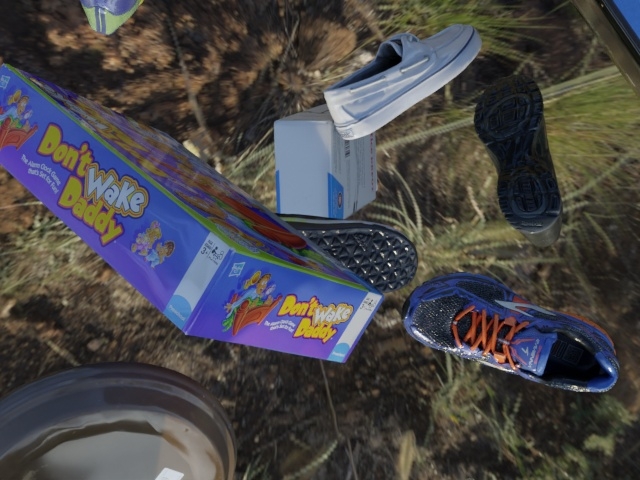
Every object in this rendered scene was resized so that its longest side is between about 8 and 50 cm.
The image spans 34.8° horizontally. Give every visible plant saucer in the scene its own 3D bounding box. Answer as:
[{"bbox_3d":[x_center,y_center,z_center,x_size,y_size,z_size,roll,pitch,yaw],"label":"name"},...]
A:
[{"bbox_3d":[-0.206,0.232,0.936,0.278,0.041,0.277,-12,124,-18],"label":"plant saucer"}]

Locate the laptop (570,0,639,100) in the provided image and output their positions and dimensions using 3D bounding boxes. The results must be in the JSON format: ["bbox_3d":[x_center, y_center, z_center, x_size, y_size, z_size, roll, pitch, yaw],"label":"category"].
[{"bbox_3d":[0.460,-0.329,1.313,0.236,0.408,0.382,-36,98,14],"label":"laptop"}]

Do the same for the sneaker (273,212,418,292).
[{"bbox_3d":[0.000,0.000,1.195,0.235,0.097,0.084,10,106,-17],"label":"sneaker"}]

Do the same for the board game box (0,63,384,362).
[{"bbox_3d":[-0.136,-0.024,0.947,0.347,0.233,0.078,36,99,33],"label":"board game box"}]

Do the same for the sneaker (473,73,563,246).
[{"bbox_3d":[0.302,-0.117,1.538,0.109,0.130,0.286,-11,62,18],"label":"sneaker"}]

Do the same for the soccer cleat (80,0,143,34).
[{"bbox_3d":[-0.262,-0.388,1.388,0.093,0.289,0.121,14,134,-1],"label":"soccer cleat"}]

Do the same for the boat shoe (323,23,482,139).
[{"bbox_3d":[0.114,-0.236,1.373,0.258,0.095,0.084,-40,117,-25],"label":"boat shoe"}]

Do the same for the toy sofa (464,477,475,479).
[{"bbox_3d":[0.371,0.515,1.610,0.363,0.177,0.150,21,127,29],"label":"toy sofa"}]

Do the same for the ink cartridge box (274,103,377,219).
[{"bbox_3d":[0.011,-0.113,1.464,0.086,0.203,0.148,3,104,20],"label":"ink cartridge box"}]

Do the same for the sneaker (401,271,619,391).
[{"bbox_3d":[0.183,0.088,0.953,0.221,0.087,0.083,14,99,-8],"label":"sneaker"}]
